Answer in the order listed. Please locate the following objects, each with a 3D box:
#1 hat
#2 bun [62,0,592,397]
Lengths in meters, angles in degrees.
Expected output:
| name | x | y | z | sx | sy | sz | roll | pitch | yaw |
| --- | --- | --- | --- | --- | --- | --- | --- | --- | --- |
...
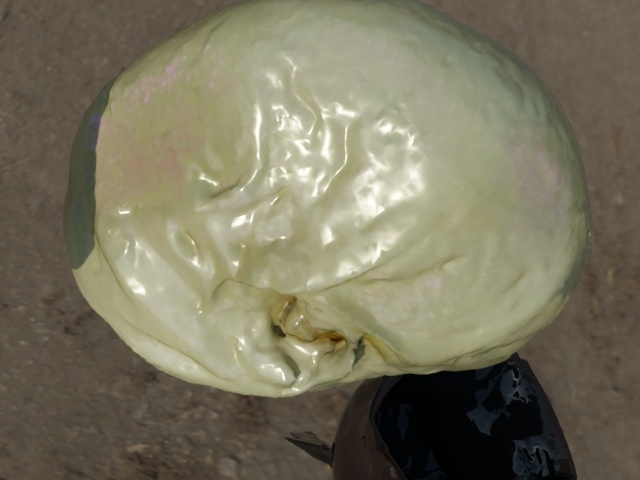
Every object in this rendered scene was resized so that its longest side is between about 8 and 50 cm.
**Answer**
| name | x | y | z | sx | sy | sz | roll | pitch | yaw |
| --- | --- | --- | --- | --- | --- | --- | --- | --- | --- |
| hat | 0.094 | 0.250 | 1.018 | 0.238 | 0.209 | 0.336 | 28 | 34 | -24 |
| bun | 0.000 | 0.000 | 0.814 | 0.361 | 0.361 | 0.213 | 24 | 57 | -26 |
